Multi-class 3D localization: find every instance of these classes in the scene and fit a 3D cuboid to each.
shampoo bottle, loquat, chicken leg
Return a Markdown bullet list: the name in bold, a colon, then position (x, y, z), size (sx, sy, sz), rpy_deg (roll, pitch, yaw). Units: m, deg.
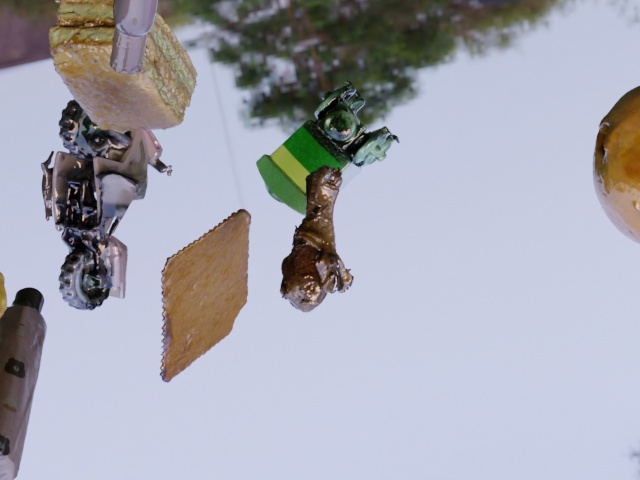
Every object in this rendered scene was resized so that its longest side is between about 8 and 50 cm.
- **shampoo bottle**: position (-0.169, -0.232, 1.221), size (0.040, 0.165, 0.080), rpy_deg (4, -144, -18)
- **loquat**: position (0.447, -0.089, 1.609), size (0.238, 0.238, 0.193), rpy_deg (-15, -178, -14)
- **chicken leg**: position (-0.004, 0.004, 1.798), size (0.080, 0.196, 0.125), rpy_deg (15, 147, -22)

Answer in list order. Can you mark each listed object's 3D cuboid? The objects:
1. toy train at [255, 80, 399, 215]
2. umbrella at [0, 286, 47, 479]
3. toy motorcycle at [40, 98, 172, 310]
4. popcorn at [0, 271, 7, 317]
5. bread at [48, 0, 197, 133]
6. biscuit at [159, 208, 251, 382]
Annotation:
- **toy train**: position (0.014, -0.136, 2.072), size (0.202, 0.120, 0.301), rpy_deg (-43, 176, 6)
- **umbrella**: position (-0.406, 0.183, 1.734), size (0.067, 0.073, 0.337), rpy_deg (-12, -141, 9)
- **toy motorcycle**: position (-0.321, -0.060, 2.017), size (0.143, 0.327, 0.188), rpy_deg (8, -169, 34)
- **popcorn**: position (-0.553, 0.048, 1.648), size (0.297, 0.316, 0.281), rpy_deg (-33, -153, 39)
- **bread**: position (-0.257, -0.227, 1.716), size (0.138, 0.196, 0.102), rpy_deg (1, -120, 18)
- **biscuit**: position (-0.180, 0.085, 2.099), size (0.013, 0.232, 0.237), rpy_deg (20, -147, 26)
